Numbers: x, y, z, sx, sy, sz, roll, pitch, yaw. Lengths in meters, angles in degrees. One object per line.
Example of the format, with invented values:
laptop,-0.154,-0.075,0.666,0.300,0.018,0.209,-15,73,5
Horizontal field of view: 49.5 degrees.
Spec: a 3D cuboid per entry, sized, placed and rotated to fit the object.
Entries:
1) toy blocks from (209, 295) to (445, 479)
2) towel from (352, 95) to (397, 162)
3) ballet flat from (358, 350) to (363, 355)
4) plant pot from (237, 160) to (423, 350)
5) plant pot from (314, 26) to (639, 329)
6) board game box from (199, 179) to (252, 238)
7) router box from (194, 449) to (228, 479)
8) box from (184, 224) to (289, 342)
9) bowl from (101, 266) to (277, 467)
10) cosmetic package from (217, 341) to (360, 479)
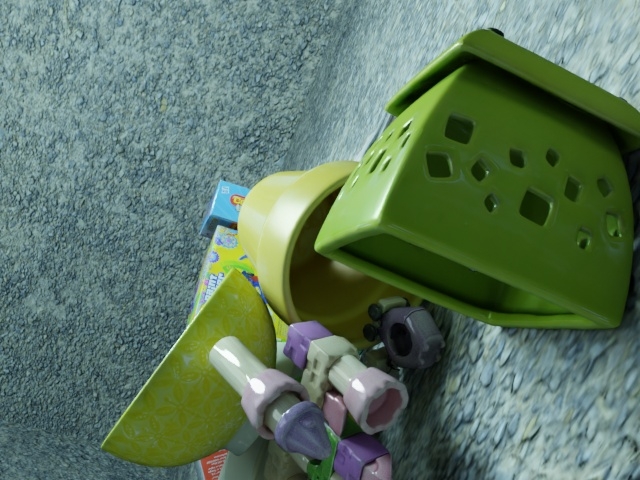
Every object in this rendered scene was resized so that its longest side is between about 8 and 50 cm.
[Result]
toy blocks,0.046,0.258,0.802,0.260,0.309,0.289,33,121,44
towel,0.058,-0.092,1.381,0.317,0.053,0.332,-58,5,51
ballet flat,0.063,0.107,1.155,0.280,0.095,0.096,-58,3,16
plant pot,0.000,0.000,1.004,0.239,0.254,0.254,27,100,54
plant pot,0.150,-0.051,0.650,0.228,0.227,0.207,159,134,-76
board game box,-0.132,-0.032,1.718,0.308,0.302,0.086,151,135,-73
router box,-0.184,0.384,1.244,0.335,0.082,0.301,113,141,-64
box,-0.142,0.158,1.541,0.290,0.279,0.177,-83,16,-44
bowl,-0.140,0.195,0.928,0.289,0.156,0.289,-54,4,6
cosmetic package,-0.043,0.321,1.021,0.113,0.160,0.309,-9,58,58
